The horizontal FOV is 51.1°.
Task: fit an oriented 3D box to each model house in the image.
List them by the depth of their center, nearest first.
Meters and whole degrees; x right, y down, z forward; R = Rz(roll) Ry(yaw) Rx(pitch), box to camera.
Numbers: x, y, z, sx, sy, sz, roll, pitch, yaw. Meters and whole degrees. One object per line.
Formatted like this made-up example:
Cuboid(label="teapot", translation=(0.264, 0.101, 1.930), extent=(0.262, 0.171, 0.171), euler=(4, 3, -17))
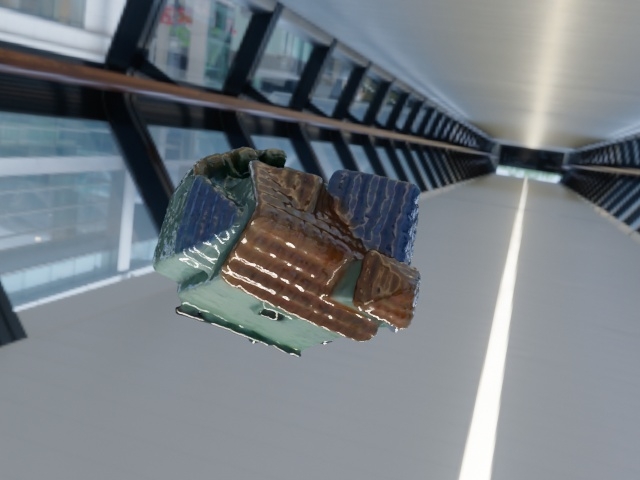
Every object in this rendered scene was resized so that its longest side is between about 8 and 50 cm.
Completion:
Cuboid(label="model house", translation=(0.000, 0.000, 0.380), extent=(0.148, 0.119, 0.149), euler=(27, 161, -26))
